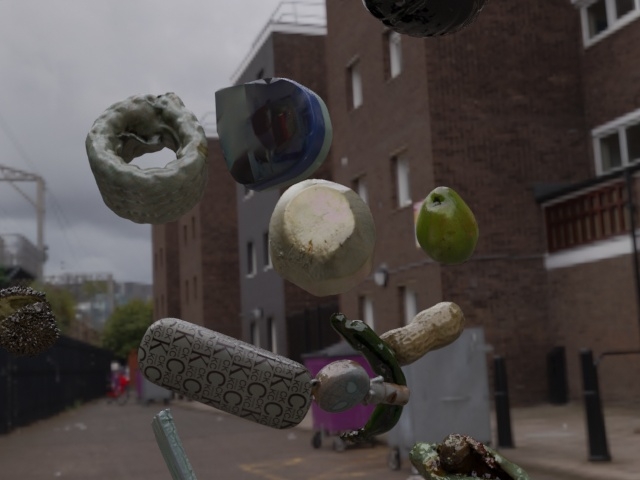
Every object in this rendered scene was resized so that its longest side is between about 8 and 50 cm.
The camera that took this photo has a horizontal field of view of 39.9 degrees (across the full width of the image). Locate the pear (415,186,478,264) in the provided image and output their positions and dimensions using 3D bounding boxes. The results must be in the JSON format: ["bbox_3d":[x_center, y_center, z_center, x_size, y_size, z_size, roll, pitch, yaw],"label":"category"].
[{"bbox_3d":[0.357,-0.043,2.508,0.187,0.220,0.187,-7,33,5],"label":"pear"}]

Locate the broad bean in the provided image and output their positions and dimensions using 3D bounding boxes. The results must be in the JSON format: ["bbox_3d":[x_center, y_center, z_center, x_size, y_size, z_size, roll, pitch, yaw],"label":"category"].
[{"bbox_3d":[0.098,0.275,1.745,0.144,0.292,0.049,-3,18,9],"label":"broad bean"}]

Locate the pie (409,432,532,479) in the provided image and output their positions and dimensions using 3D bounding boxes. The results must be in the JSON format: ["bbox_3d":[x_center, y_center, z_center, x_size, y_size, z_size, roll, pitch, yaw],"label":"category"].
[{"bbox_3d":[0.280,0.436,1.542,0.257,0.105,0.274,34,-22,-3],"label":"pie"}]

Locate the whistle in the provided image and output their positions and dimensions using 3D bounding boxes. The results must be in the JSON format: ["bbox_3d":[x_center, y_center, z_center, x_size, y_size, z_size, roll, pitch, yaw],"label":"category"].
[{"bbox_3d":[0.070,0.267,1.602,0.220,0.107,0.057,13,28,-32],"label":"whistle"}]

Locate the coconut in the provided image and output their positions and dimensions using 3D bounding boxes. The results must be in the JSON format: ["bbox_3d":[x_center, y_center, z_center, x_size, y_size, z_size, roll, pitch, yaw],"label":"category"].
[{"bbox_3d":[0.004,0.001,1.768,0.241,0.241,0.241,-3,-8,0],"label":"coconut"}]

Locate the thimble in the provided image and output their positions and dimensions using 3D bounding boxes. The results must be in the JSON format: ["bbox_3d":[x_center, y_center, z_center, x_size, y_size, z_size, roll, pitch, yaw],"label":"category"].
[{"bbox_3d":[-0.405,-0.199,2.114,0.291,0.292,0.195,-2,-33,-6],"label":"thimble"}]

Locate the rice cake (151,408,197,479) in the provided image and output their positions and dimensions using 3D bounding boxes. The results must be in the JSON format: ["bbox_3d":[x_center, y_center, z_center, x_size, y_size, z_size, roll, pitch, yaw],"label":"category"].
[{"bbox_3d":[-0.376,0.548,2.272,0.038,0.211,0.124,-19,-16,-28],"label":"rice cake"}]

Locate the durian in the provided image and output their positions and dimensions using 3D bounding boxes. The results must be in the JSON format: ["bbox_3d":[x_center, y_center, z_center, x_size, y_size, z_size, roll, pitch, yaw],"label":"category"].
[{"bbox_3d":[-0.730,0.203,2.171,0.166,0.196,0.196,-26,-9,1],"label":"durian"}]

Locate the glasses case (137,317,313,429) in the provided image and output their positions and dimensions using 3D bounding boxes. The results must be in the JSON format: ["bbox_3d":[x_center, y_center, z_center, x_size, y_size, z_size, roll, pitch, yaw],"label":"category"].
[{"bbox_3d":[-0.185,0.262,1.733,0.354,0.137,0.085,21,6,0],"label":"glasses case"}]

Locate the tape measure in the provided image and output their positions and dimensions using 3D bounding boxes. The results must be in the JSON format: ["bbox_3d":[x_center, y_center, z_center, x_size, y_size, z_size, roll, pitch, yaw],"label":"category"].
[{"bbox_3d":[-0.106,-0.268,2.168,0.262,0.259,0.138,-17,-12,16],"label":"tape measure"}]

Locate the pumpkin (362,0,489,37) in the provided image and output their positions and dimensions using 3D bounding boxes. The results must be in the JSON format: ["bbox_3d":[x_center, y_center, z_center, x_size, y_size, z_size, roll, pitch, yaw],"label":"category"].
[{"bbox_3d":[0.226,-0.539,1.682,0.295,0.296,0.296,-3,-8,0],"label":"pumpkin"}]

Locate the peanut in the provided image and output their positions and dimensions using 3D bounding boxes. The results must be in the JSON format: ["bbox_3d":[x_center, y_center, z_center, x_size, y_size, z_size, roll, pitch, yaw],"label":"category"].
[{"bbox_3d":[0.200,0.198,1.811,0.227,0.086,0.104,-26,6,-20],"label":"peanut"}]
